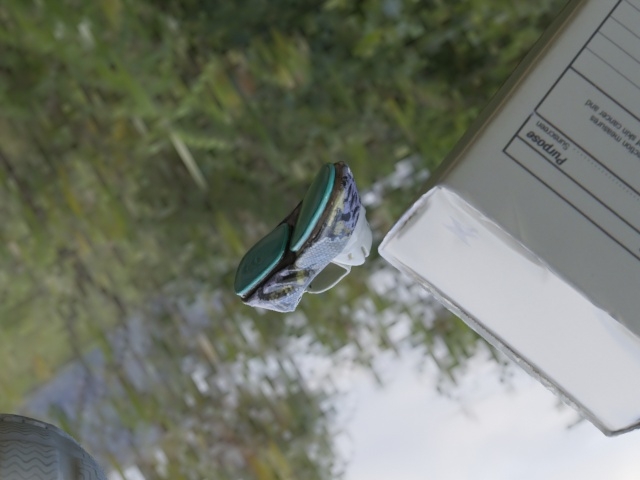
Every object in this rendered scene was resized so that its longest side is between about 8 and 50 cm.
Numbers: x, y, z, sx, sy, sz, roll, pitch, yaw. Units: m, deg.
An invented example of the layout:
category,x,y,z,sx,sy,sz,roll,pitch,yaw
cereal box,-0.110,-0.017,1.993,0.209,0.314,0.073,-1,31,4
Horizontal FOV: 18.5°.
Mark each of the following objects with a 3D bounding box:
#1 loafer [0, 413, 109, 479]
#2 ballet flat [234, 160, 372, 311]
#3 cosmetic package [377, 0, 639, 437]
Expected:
category,x,y,z,sx,sy,sz,roll,pitch,yaw
loafer,-0.135,0.218,0.680,0.111,0.112,0.320,-161,-93,-75
ballet flat,0.000,0.000,0.836,0.041,0.041,0.114,-34,174,-32
cosmetic package,0.179,-0.073,0.902,0.296,0.153,0.129,-50,180,-18
